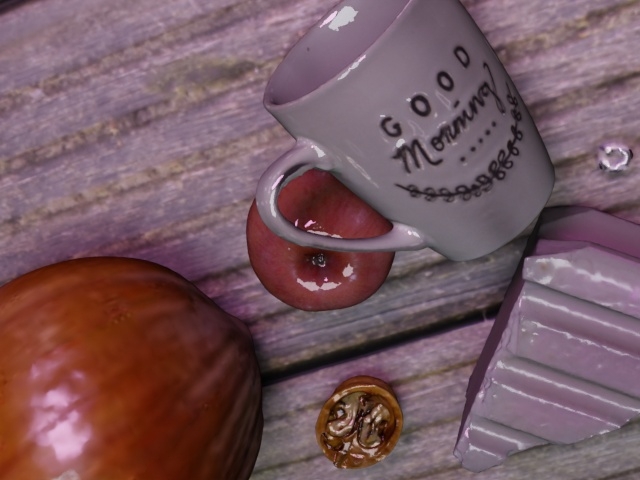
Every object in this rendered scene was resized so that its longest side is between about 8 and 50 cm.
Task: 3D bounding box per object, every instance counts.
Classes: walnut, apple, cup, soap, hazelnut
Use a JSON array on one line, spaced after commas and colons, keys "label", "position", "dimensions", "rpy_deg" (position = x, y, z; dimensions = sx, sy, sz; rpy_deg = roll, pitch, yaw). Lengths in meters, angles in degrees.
[{"label": "walnut", "position": [0.044, 0.194, 1.175], "dimensions": [0.091, 0.052, 0.121], "rpy_deg": [22, 118, -4]}, {"label": "apple", "position": [0.000, 0.000, 1.053], "dimensions": [0.153, 0.120, 0.153], "rpy_deg": [3, 115, 6]}, {"label": "cup", "position": [0.066, -0.077, 0.951], "dimensions": [0.258, 0.186, 0.234], "rpy_deg": [-47, 111, -11]}, {"label": "soap", "position": [0.306, 0.126, 1.043], "dimensions": [0.302, 0.159, 0.257], "rpy_deg": [19, 113, 2]}, {"label": "hazelnut", "position": [-0.227, 0.199, 1.093], "dimensions": [0.372, 0.315, 0.372], "rpy_deg": [-12, 119, -22]}]
